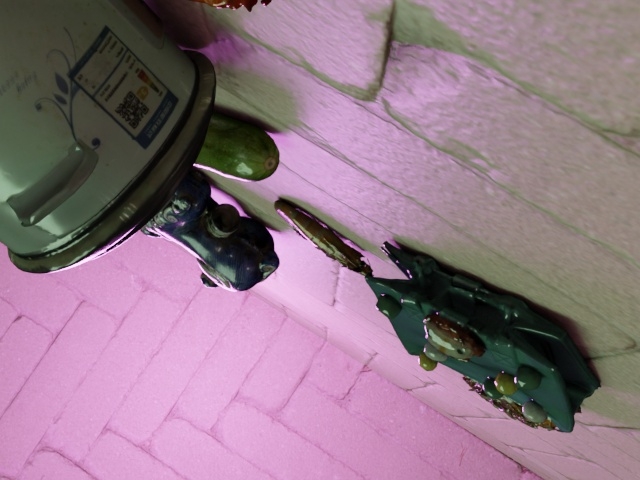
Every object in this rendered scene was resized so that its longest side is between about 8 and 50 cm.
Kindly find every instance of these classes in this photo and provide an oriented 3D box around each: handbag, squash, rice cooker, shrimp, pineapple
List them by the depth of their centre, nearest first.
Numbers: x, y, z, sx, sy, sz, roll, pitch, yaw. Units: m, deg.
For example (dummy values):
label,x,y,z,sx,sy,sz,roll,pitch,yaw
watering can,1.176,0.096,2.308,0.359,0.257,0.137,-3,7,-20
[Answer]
label,x,y,z,sx,sy,sz,roll,pitch,yaw
rice cooker,-0.244,-0.123,0.707,0.316,0.264,0.316,49,-173,-9
squash,-0.135,-0.119,0.933,0.239,0.069,0.069,21,165,41
handbag,0.201,0.135,1.021,0.269,0.100,0.274,27,169,32
shrimp,-0.001,0.001,1.188,0.178,0.034,0.124,35,172,-6
pineapple,0.302,0.235,1.258,0.225,0.076,0.225,31,172,5

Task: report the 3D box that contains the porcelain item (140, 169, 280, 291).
label,x,y,z,sx,sy,sz,roll,pitch,yaw
porcelain item,-0.193,-0.029,1.410,0.288,0.138,0.186,40,151,-14

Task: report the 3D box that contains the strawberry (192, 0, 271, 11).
label,x,y,z,sx,sy,sz,roll,pitch,yaw
strawberry,-0.069,-0.178,0.402,0.145,0.086,0.145,34,170,6
